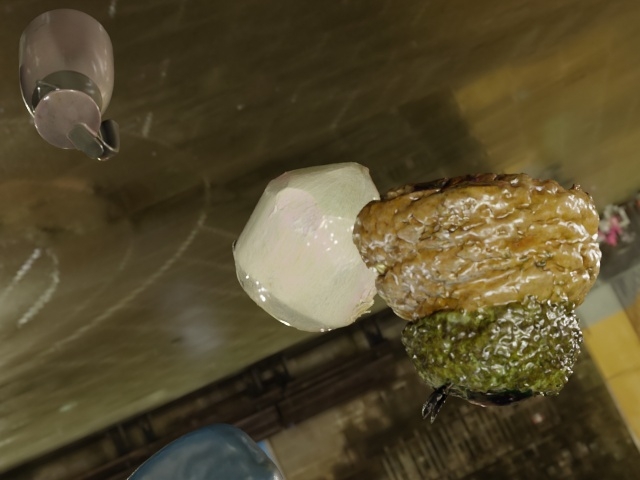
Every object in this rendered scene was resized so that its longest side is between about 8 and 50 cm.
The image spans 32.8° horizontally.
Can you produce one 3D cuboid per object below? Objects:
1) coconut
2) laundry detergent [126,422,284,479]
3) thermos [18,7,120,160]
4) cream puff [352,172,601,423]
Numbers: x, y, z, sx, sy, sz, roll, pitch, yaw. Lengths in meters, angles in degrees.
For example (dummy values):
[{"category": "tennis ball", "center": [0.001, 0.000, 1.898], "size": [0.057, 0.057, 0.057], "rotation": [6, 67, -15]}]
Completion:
[{"category": "coconut", "center": [0.000, 0.000, 1.507], "size": [0.234, 0.224, 0.224], "rotation": [-49, 163, 19]}, {"category": "laundry detergent", "center": [-0.082, 0.247, 0.888], "size": [0.143, 0.094, 0.290], "rotation": [-44, 157, -13]}, {"category": "thermos", "center": [-0.260, -0.154, 1.167], "size": [0.105, 0.137, 0.193], "rotation": [-30, -147, 4]}, {"category": "cream puff", "center": [0.117, 0.049, 0.804], "size": [0.183, 0.169, 0.183], "rotation": [-2, 168, 0]}]
